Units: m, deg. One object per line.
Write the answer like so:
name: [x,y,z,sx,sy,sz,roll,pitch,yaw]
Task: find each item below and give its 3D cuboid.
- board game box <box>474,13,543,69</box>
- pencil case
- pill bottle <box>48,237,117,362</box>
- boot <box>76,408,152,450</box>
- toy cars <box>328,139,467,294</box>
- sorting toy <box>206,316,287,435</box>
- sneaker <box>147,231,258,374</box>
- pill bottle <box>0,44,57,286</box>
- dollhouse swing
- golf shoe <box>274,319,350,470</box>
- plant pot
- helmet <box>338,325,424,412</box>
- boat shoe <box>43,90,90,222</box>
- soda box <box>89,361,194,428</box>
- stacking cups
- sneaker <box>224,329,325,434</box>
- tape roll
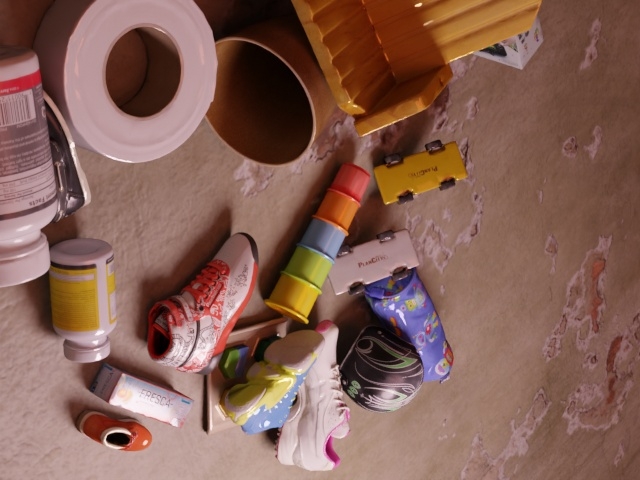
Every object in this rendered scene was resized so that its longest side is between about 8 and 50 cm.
board game box: [0.287,-0.484,2.068,0.097,0.224,0.303,-52,145,-20]
pencil case: [0.186,0.175,2.320,0.133,0.119,0.306,-56,135,-34]
pill bottle: [-0.378,0.096,1.750,0.103,0.103,0.184,-16,115,-40]
boot: [-0.339,0.341,1.891,0.158,0.084,0.059,27,84,-48]
toy cars: [0.145,-0.045,2.219,0.176,0.087,0.394,31,81,-8]
sorting toy: [-0.135,0.260,2.094,0.193,0.038,0.208,-12,113,-42]
sneaker: [-0.211,0.103,1.926,0.145,0.090,0.270,20,93,-49]
pill bottle: [-0.465,-0.103,1.534,0.176,0.176,0.319,-19,115,-39]
dollhouse swing: [0.165,-0.410,1.797,0.347,0.305,0.315,66,28,-16]
golf shoe: [0.009,0.311,2.168,0.115,0.140,0.306,-13,118,-69]
plant pot: [-0.046,-0.291,1.872,0.254,0.237,0.237,-47,133,-41]
helmet: [0.128,0.271,2.237,0.169,0.161,0.169,-57,172,-12]
boat shoe: [-0.416,-0.134,1.644,0.079,0.084,0.233,-35,129,-31]
soda box: [-0.309,0.271,1.909,0.183,0.063,0.058,33,81,-46]
stacking cups: [0.000,0.000,2.111,0.096,0.096,0.316,39,72,-45]
sneaker: [-0.080,0.275,2.082,0.240,0.091,0.126,-37,136,-24]
tape roll: [-0.299,-0.267,1.701,0.286,0.100,0.286,-17,115,-40]
